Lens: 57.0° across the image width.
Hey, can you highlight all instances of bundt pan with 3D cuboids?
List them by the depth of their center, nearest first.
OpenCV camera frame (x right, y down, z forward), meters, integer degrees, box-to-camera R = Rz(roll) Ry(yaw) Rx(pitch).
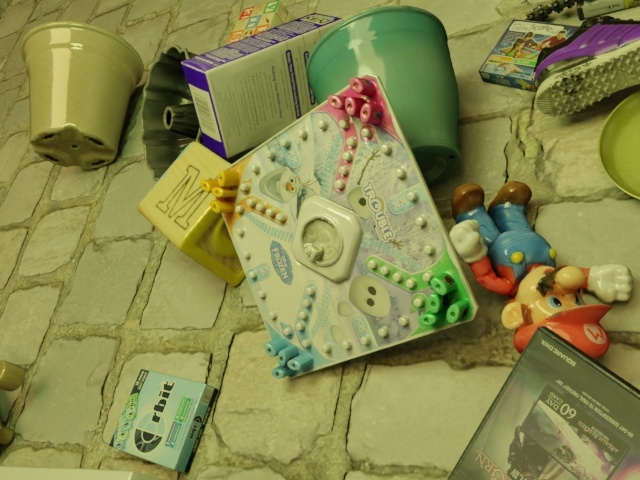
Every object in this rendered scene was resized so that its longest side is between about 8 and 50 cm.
[{"bbox_3d":[-0.303,-0.282,1.389,0.331,0.124,0.330,3,93,52],"label":"bundt pan"}]

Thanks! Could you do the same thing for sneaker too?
[{"bbox_3d":[0.484,-0.314,0.940,0.294,0.102,0.146,-14,52,25],"label":"sneaker"}]

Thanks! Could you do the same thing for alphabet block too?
[{"bbox_3d":[-0.219,-0.056,1.219,0.193,0.192,0.197,-52,47,-4],"label":"alphabet block"}]

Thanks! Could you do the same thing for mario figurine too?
[{"bbox_3d":[0.312,0.024,0.841,0.198,0.170,0.320,-29,48,12],"label":"mario figurine"}]

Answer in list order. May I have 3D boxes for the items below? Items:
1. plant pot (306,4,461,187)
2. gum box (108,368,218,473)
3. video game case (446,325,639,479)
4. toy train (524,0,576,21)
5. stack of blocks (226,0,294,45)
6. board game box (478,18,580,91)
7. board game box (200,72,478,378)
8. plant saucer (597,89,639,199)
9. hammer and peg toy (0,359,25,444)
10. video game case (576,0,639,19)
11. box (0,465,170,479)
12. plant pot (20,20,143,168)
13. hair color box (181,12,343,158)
[{"bbox_3d":[0.129,-0.228,1.069,0.272,0.272,0.255,-21,67,21],"label":"plant pot"},{"bbox_3d":[-0.299,0.337,1.119,0.185,0.041,0.156,3,64,35],"label":"gum box"},{"bbox_3d":[0.282,0.273,0.719,0.196,0.026,0.274,39,111,41],"label":"video game case"},{"bbox_3d":[0.454,-0.449,1.107,0.158,0.027,0.036,-13,52,52],"label":"toy train"},{"bbox_3d":[-0.160,-0.470,1.509,0.171,0.087,0.297,2,63,34],"label":"stack of blocks"},{"bbox_3d":[0.416,-0.339,1.091,0.201,0.035,0.136,28,79,41],"label":"board game box"},{"bbox_3d":[0.000,0.000,0.940,0.390,0.050,0.389,-26,82,36],"label":"board game box"},{"bbox_3d":[0.548,-0.145,0.881,0.241,0.037,0.240,-17,54,24],"label":"plant saucer"},{"bbox_3d":[-0.811,0.400,1.353,0.361,0.127,0.266,-50,46,-4],"label":"hammer and peg toy"},{"bbox_3d":[0.611,-0.550,1.098,0.248,0.035,0.274,-5,59,31],"label":"video game case"},{"bbox_3d":[-0.411,0.510,0.997,0.346,0.168,0.214,-10,57,27],"label":"box"},{"bbox_3d":[-0.682,-0.384,1.666,0.334,0.334,0.305,-14,66,25],"label":"plant pot"},{"bbox_3d":[-0.099,-0.329,1.225,0.339,0.185,0.110,-29,41,-25],"label":"hair color box"}]
